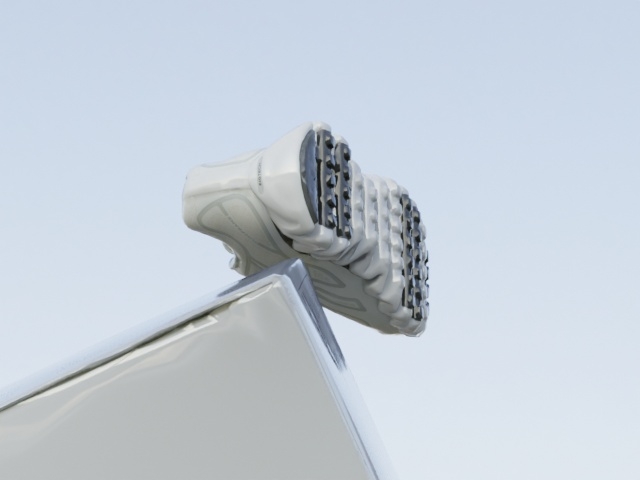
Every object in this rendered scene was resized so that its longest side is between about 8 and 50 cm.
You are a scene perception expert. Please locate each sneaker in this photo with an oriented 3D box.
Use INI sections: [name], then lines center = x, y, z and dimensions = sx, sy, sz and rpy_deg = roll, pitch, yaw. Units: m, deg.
[sneaker]
center = 0.000, 0.000, 1.253
dimensions = 0.118, 0.110, 0.292
rpy_deg = -10, -26, 22

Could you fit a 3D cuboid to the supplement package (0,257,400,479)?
[supplement package]
center = -0.086, 0.152, 0.573
dimensions = 0.262, 0.204, 0.145
rpy_deg = -24, 1, 2
